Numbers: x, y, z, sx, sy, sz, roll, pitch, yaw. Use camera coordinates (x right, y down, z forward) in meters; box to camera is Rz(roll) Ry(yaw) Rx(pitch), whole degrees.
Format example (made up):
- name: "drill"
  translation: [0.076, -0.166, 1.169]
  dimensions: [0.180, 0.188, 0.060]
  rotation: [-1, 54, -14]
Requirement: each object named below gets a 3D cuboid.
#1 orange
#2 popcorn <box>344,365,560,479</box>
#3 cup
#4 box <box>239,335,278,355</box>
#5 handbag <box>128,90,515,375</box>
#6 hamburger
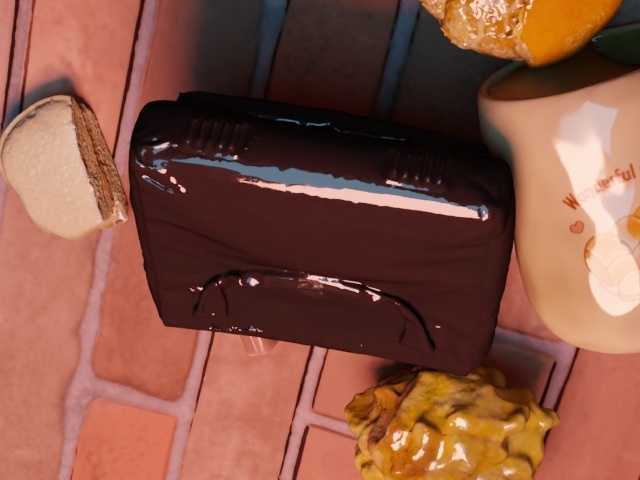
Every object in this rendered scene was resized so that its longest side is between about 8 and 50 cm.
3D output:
- name: "orange"
  translation: [0.138, -0.198, 0.956]
  dimensions: [0.156, 0.134, 0.157]
  rotation: [-1, 72, 4]
- name: "popcorn"
  translation: [0.111, 0.166, 1.117]
  dimensions: [0.173, 0.142, 0.173]
  rotation: [16, 126, 24]
- name: "cup"
  translation: [0.248, -0.054, 1.017]
  dimensions: [0.173, 0.255, 0.202]
  rotation: [8, 122, 55]
- name: "box"
  translation: [-0.062, 0.038, 1.151]
  dimensions: [0.025, 0.048, 0.115]
  rotation: [-13, 110, 23]
- name: "handbag"
  translation: [0.000, 0.000, 1.014]
  dimensions: [0.275, 0.088, 0.244]
  rotation: [7, 143, 6]
- name: "hamburger"
  translation: [-0.218, -0.058, 1.141]
  dimensions: [0.084, 0.054, 0.121]
  rotation: [-10, 108, 19]
